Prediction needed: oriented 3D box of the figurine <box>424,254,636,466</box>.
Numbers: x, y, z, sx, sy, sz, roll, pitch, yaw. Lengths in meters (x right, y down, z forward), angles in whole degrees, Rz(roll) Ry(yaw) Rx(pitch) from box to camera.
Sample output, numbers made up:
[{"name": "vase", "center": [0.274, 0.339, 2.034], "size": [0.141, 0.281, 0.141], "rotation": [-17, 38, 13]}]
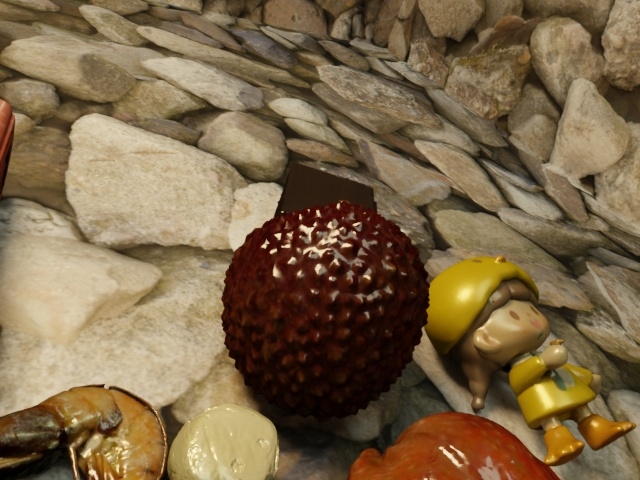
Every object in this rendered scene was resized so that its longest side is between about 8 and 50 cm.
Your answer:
[{"name": "figurine", "center": [0.297, 0.172, 0.919], "size": [0.215, 0.187, 0.344], "rotation": [8, 37, -39]}]

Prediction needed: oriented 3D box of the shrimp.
[{"name": "shrimp", "center": [-0.268, 0.235, 0.571], "size": [0.178, 0.075, 0.289], "rotation": [41, 22, 25]}]

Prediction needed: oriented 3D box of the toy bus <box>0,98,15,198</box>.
[{"name": "toy bus", "center": [-0.514, -0.045, 0.723], "size": [0.233, 0.203, 0.427], "rotation": [12, 29, -25]}]

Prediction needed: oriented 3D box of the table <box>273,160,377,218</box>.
[{"name": "table", "center": [0.000, 0.000, 1.006], "size": [0.172, 0.169, 0.193], "rotation": [17, 29, -8]}]

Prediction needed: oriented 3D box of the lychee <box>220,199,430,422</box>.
[{"name": "lychee", "center": [0.008, 0.082, 0.792], "size": [0.275, 0.276, 0.304], "rotation": [16, 62, -9]}]

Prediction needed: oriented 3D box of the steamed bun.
[{"name": "steamed bun", "center": [-0.106, 0.239, 0.632], "size": [0.112, 0.091, 0.130], "rotation": [21, 27, -10]}]

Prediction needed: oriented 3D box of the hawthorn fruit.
[{"name": "hawthorn fruit", "center": [0.133, 0.292, 0.554], "size": [0.261, 0.258, 0.258], "rotation": [15, 24, 31]}]
